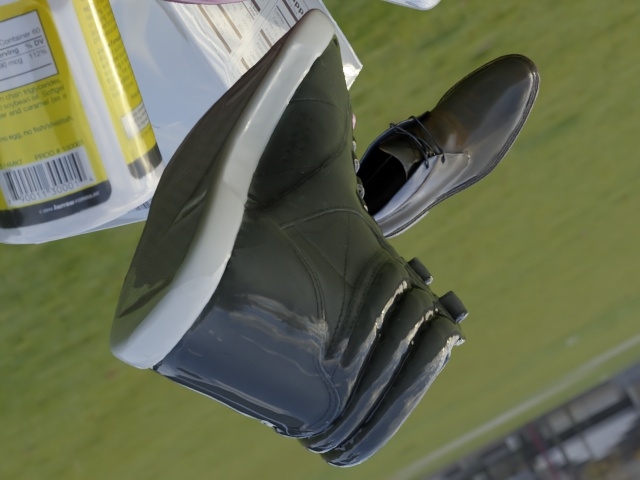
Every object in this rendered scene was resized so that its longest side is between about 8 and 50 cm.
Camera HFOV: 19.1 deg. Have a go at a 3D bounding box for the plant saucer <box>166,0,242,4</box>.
[{"bbox_3d":[-0.037,-0.288,0.987,0.084,0.332,0.332,8,-163,37],"label":"plant saucer"}]

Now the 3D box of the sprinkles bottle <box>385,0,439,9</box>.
[{"bbox_3d":[-0.066,-0.275,1.429,0.121,0.355,0.121,17,90,-76],"label":"sprinkles bottle"}]

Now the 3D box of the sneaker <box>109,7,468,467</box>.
[{"bbox_3d":[0.000,0.000,0.922,0.104,0.147,0.296,-45,-164,30],"label":"sneaker"}]

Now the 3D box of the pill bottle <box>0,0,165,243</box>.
[{"bbox_3d":[-0.180,-0.113,1.156,0.119,0.209,0.119,-16,-163,5],"label":"pill bottle"}]

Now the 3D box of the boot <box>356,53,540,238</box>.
[{"bbox_3d":[0.103,-0.079,1.661,0.219,0.082,0.106,-46,170,12],"label":"boot"}]

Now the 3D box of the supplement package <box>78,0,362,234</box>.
[{"bbox_3d":[-0.143,-0.135,1.391,0.261,0.204,0.145,-11,-144,37],"label":"supplement package"}]
